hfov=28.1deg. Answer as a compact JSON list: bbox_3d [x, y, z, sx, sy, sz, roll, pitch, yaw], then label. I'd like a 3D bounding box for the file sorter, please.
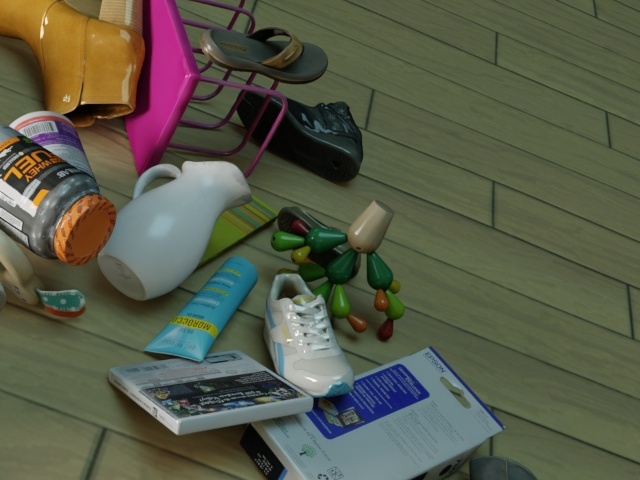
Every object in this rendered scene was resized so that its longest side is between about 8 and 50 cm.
[{"bbox_3d":[-0.188,-0.253,1.956,0.182,0.202,0.291,8,42,-30],"label":"file sorter"}]

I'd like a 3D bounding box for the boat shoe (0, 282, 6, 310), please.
[{"bbox_3d":[-0.534,0.049,1.431,0.340,0.127,0.158,-12,58,-40],"label":"boat shoe"}]

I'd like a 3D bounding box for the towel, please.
[{"bbox_3d":[-0.165,-0.018,1.843,0.102,0.021,0.237,34,37,18],"label":"towel"}]

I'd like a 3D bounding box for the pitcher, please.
[{"bbox_3d":[-0.218,-0.024,1.716,0.177,0.125,0.207,13,50,38],"label":"pitcher"}]

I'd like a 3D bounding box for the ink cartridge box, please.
[{"bbox_3d":[0.072,0.250,1.626,0.332,0.065,0.165,-15,53,-41],"label":"ink cartridge box"}]

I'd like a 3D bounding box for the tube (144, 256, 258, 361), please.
[{"bbox_3d":[-0.149,0.095,1.690,0.080,0.052,0.207,5,32,23],"label":"tube"}]

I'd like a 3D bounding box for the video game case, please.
[{"bbox_3d":[-0.134,0.182,1.552,0.190,0.022,0.173,-4,18,-36],"label":"video game case"}]

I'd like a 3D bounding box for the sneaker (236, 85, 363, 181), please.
[{"bbox_3d":[-0.028,-0.192,2.085,0.227,0.087,0.130,27,34,-5],"label":"sneaker"}]

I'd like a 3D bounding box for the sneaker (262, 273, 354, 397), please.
[{"bbox_3d":[-0.021,0.124,1.644,0.087,0.092,0.229,-6,27,-21],"label":"sneaker"}]

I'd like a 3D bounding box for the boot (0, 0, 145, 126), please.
[{"bbox_3d":[-0.403,-0.272,1.922,0.295,0.104,0.211,-1,69,19],"label":"boot"}]

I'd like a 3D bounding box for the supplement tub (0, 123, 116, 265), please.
[{"bbox_3d":[-0.351,-0.053,1.572,0.190,0.117,0.117,30,35,21],"label":"supplement tub"}]

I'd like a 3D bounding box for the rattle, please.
[{"bbox_3d":[-0.401,0.065,1.556,0.200,0.130,0.143,50,48,-17],"label":"rattle"}]

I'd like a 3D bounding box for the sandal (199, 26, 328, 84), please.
[{"bbox_3d":[-0.073,-0.282,1.859,0.219,0.060,0.090,8,43,-35],"label":"sandal"}]

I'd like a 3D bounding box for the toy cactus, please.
[{"bbox_3d":[0.045,0.025,1.799,0.219,0.180,0.112,35,16,3],"label":"toy cactus"}]

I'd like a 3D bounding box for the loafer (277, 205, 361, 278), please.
[{"bbox_3d":[0.000,0.000,1.896,0.148,0.056,0.050,41,36,2],"label":"loafer"}]

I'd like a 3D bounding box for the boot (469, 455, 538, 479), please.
[{"bbox_3d":[0.202,0.348,1.579,0.189,0.076,0.208,29,41,-22],"label":"boot"}]

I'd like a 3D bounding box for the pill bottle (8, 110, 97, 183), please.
[{"bbox_3d":[-0.356,-0.074,1.713,0.108,0.108,0.193,1,44,-31],"label":"pill bottle"}]
